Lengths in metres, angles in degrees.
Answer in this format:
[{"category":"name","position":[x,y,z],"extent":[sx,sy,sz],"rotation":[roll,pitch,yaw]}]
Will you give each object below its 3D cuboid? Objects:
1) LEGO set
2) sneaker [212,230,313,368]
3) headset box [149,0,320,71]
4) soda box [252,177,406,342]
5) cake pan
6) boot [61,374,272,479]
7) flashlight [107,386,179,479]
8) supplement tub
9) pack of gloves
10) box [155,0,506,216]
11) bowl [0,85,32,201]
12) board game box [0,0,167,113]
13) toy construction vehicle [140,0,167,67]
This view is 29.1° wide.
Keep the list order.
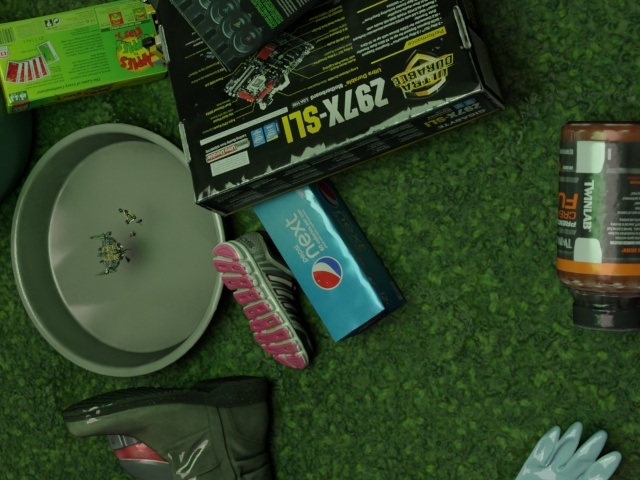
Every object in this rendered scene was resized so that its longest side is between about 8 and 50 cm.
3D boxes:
[{"category":"LEGO set","position":[-0.230,0.005,1.401],"extent":[0.083,0.023,0.054],"rotation":[-42,79,7]},{"category":"sneaker","position":[-0.048,0.060,1.357],"extent":[0.063,0.075,0.170],"rotation":[-16,109,50]},{"category":"headset box","position":[-0.068,-0.333,1.200],"extent":[0.283,0.131,0.246],"rotation":[-38,46,3]},{"category":"soda box","position":[0.000,0.000,1.327],"extent":[0.071,0.067,0.210],"rotation":[-36,78,22]},{"category":"cake pan","position":[-0.228,0.011,1.439],"extent":[0.293,0.054,0.293],"rotation":[2,94,24]},{"category":"boot","position":[-0.152,0.236,1.331],"extent":[0.083,0.246,0.161],"rotation":[-6,87,59]},{"category":"flashlight","position":[-0.161,0.324,1.408],"extent":[0.103,0.103,0.304],"rotation":[-19,86,46]},{"category":"supplement tub","position":[0.279,-0.015,1.179],"extent":[0.106,0.106,0.198],"rotation":[2,94,24]},{"category":"pack of gloves","position":[0.273,0.303,1.251],"extent":[0.195,0.046,0.232],"rotation":[31,109,7]},{"category":"box","position":[-0.002,-0.199,1.264],"extent":[0.322,0.079,0.257],"rotation":[-21,72,19]},{"category":"bowl","position":[-0.469,-0.137,1.477],"extent":[0.311,0.163,0.312],"rotation":[2,94,24]},{"category":"board game box","position":[-0.274,-0.210,1.391],"extent":[0.181,0.043,0.092],"rotation":[-15,87,-16]},{"category":"toy construction vehicle","position":[-0.180,-0.236,1.367],"extent":[0.035,0.098,0.086],"rotation":[-19,72,16]}]
